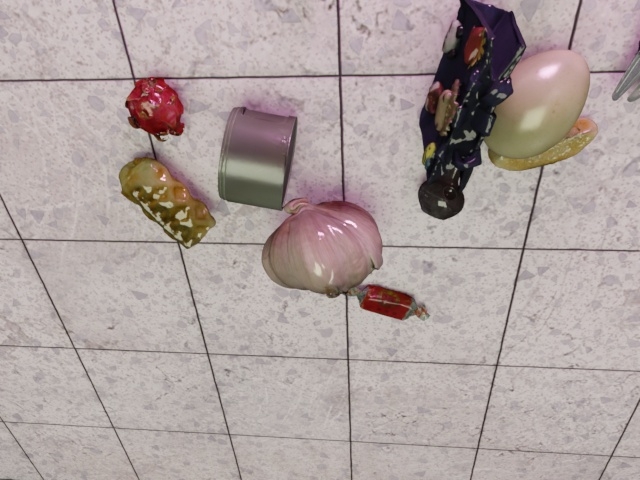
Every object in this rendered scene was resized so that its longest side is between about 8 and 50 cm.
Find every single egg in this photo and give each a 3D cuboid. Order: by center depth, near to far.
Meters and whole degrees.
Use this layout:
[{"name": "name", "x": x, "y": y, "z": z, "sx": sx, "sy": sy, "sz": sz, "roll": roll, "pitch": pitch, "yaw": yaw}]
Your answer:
[{"name": "egg", "x": 0.457, "y": -0.291, "z": 1.150, "sx": 0.188, "sy": 0.189, "sz": 0.254, "roll": 30, "pitch": 118, "yaw": -16}]

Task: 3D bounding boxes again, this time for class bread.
[{"name": "bread", "x": -0.416, "y": -0.108, "z": 1.434, "sx": 0.152, "sy": 0.130, "sz": 0.268, "roll": -29, "pitch": 118, "yaw": 30}]

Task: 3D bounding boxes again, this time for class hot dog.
[{"name": "hot dog", "x": 0.523, "y": -0.219, "z": 1.265, "sx": 0.242, "sy": 0.084, "sz": 0.073, "roll": -15, "pitch": 128, "yaw": 17}]

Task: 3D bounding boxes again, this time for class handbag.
[{"name": "handbag", "x": 0.290, "y": -0.297, "z": 1.079, "sx": 0.121, "sy": 0.329, "sz": 0.303, "roll": 14, "pitch": 128, "yaw": 0}]

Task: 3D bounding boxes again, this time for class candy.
[{"name": "candy", "x": 0.201, "y": 0.189, "z": 1.633, "sx": 0.292, "sy": 0.059, "sz": 0.086, "roll": 16, "pitch": 129, "yaw": -4}]

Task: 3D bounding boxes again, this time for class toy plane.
[{"name": "toy plane", "x": 0.692, "y": -0.424, "z": 1.091, "sx": 0.212, "sy": 0.088, "sz": 0.267, "roll": -15, "pitch": 116, "yaw": 16}]

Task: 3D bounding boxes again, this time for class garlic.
[{"name": "garlic", "x": 0.005, "y": 0.015, "z": 1.379, "sx": 0.321, "sy": 0.322, "sz": 0.241, "roll": 7, "pitch": 101, "yaw": 1}]

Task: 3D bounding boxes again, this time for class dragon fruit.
[{"name": "dragon fruit", "x": -0.393, "y": -0.312, "z": 1.280, "sx": 0.133, "sy": 0.136, "sz": 0.166, "roll": 19, "pitch": 164, "yaw": 30}]

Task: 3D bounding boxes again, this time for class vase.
[{"name": "vase", "x": 0.319, "y": -0.146, "z": 1.338, "sx": 0.120, "sy": 0.120, "sz": 0.183, "roll": 19, "pitch": 110, "yaw": -8}]

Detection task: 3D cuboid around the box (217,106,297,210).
[{"name": "box", "x": -0.145, "y": -0.193, "z": 1.272, "sx": 0.149, "sy": 0.226, "sz": 0.226, "roll": 10, "pitch": 128, "yaw": -1}]
